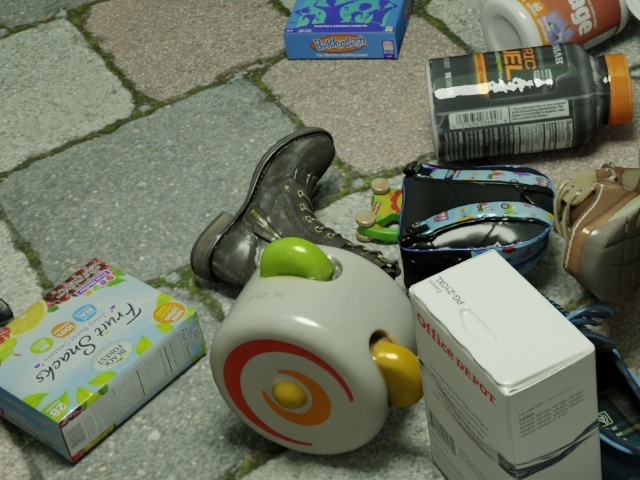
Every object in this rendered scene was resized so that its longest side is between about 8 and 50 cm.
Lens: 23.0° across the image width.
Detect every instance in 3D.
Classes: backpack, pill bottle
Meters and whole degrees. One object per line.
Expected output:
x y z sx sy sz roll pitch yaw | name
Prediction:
0.178 -0.012 1.755 0.173 0.117 0.158 -4 39 9 | backpack
0.329 -0.308 2.075 0.216 0.121 0.121 -29 42 -20 | pill bottle
0.255 -0.172 1.923 0.245 0.130 0.130 -7 39 4 | pill bottle

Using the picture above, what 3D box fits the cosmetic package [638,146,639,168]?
0.441 -0.096 1.857 0.115 0.041 0.060 -16 40 -6 | cosmetic package

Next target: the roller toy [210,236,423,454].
-0.005 0.116 1.587 0.209 0.191 0.146 35 46 -4 | roller toy

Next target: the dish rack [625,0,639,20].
0.591 -0.317 2.004 0.332 0.072 0.285 -28 60 -22 | dish rack

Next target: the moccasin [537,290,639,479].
0.265 0.131 1.563 0.137 0.117 0.342 -25 41 -17 | moccasin

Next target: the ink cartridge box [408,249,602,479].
0.174 0.155 1.460 0.100 0.237 0.172 -24 41 -16 | ink cartridge box

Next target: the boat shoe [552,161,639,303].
0.300 -0.016 1.664 0.116 0.123 0.324 20 15 19 | boat shoe

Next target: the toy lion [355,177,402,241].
0.099 -0.034 1.873 0.096 0.034 0.100 12 44 14 | toy lion

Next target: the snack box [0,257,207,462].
-0.259 0.127 1.726 0.174 0.070 0.207 25 52 36 | snack box

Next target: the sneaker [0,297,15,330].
-0.424 0.066 1.812 0.163 0.086 0.226 -12 48 15 | sneaker

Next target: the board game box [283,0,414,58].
0.048 -0.334 2.231 0.160 0.047 0.210 1 40 14 | board game box

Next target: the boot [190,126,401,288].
0.000 0.000 1.807 0.229 0.091 0.263 24 65 35 | boot
